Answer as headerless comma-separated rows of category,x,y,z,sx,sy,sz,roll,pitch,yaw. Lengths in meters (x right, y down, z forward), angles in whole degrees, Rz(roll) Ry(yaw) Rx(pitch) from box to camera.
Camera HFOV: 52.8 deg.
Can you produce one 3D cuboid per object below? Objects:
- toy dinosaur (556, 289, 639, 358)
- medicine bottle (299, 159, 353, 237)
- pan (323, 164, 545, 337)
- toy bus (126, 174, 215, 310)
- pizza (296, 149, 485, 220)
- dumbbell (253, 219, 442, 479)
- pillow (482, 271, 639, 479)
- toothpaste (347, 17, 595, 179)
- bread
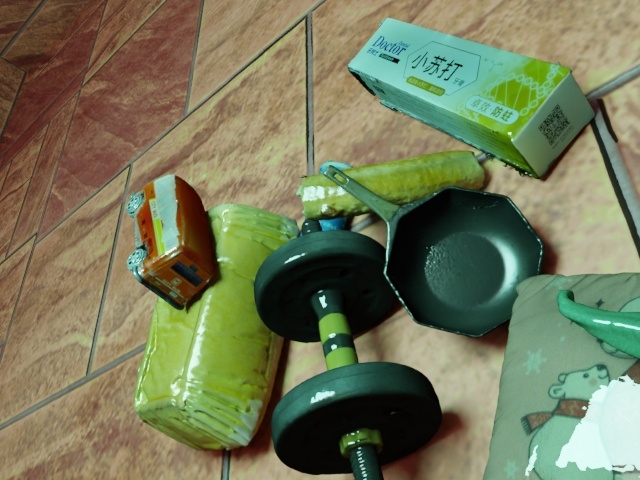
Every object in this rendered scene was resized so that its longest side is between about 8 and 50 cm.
toy dinosaur,0.230,0.046,0.286,0.291,0.120,0.079,-2,77,41
medicine bottle,0.000,0.000,0.753,0.051,0.051,0.191,-7,61,46
pan,0.107,-0.009,0.580,0.128,0.048,0.202,-30,70,0
toy bus,-0.172,-0.008,0.748,0.077,0.079,0.174,-35,40,13
pizza,0.056,-0.052,0.676,0.161,0.181,0.063,-165,64,-70
dumbbell,0.017,0.100,0.585,0.143,0.143,0.326,-39,41,25
pillow,0.210,0.111,0.405,0.236,0.084,0.224,-12,56,43
toothpaste,0.142,-0.165,0.694,0.089,0.071,0.313,-51,37,4
bread,-0.118,0.096,0.764,0.152,0.119,0.288,-22,49,43
